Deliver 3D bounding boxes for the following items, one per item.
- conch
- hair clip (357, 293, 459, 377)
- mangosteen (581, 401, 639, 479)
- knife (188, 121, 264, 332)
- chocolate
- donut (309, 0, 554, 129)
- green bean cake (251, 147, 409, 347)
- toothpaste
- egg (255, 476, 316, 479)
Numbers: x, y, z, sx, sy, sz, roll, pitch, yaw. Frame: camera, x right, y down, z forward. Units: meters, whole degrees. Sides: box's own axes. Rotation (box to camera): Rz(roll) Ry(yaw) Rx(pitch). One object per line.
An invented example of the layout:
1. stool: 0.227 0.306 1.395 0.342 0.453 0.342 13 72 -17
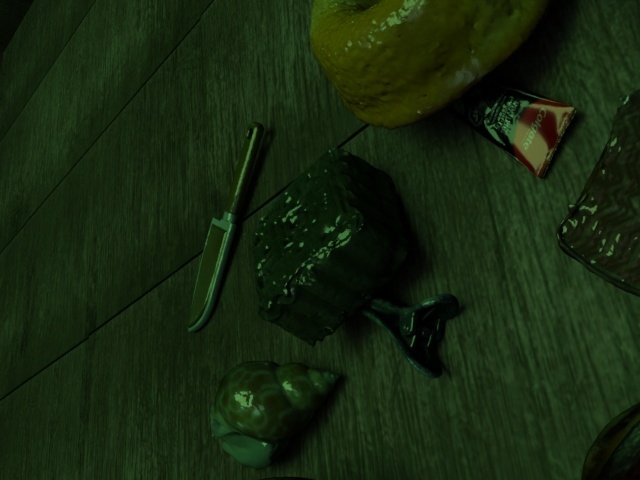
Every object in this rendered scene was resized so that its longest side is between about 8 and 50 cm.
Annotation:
1. conch: -0.070 0.200 0.864 0.116 0.106 0.173 44 133 27
2. hair clip: 0.047 0.083 0.809 0.275 0.048 0.083 8 85 58
3. mangosteen: 0.254 0.178 0.290 0.330 0.330 0.330 -23 59 46
4. knife: -0.147 -0.015 1.102 0.061 0.027 0.343 23 99 49
5. chocolate: 0.280 -0.012 0.489 0.214 0.093 0.148 39 110 52
6. donut: 0.100 -0.266 0.753 0.303 0.110 0.303 -32 39 31
7. green bean cake: 0.000 0.000 0.811 0.173 0.094 0.181 -44 31 26
8. toothpaste: 0.171 -0.137 0.723 0.193 0.045 0.071 47 123 44
9. egg: -0.041 0.339 0.656 0.289 0.238 0.238 -23 59 58
